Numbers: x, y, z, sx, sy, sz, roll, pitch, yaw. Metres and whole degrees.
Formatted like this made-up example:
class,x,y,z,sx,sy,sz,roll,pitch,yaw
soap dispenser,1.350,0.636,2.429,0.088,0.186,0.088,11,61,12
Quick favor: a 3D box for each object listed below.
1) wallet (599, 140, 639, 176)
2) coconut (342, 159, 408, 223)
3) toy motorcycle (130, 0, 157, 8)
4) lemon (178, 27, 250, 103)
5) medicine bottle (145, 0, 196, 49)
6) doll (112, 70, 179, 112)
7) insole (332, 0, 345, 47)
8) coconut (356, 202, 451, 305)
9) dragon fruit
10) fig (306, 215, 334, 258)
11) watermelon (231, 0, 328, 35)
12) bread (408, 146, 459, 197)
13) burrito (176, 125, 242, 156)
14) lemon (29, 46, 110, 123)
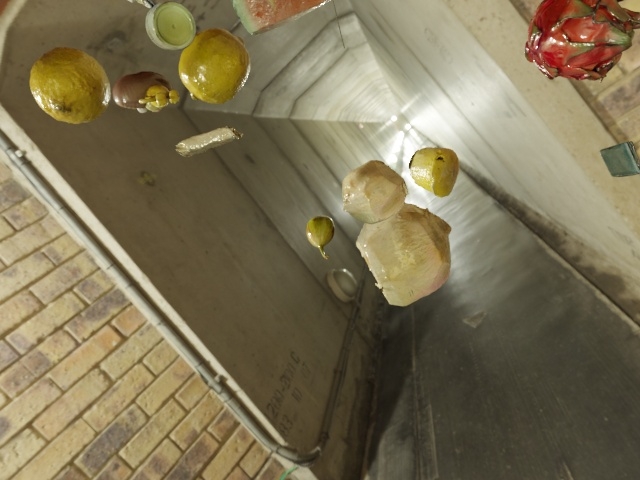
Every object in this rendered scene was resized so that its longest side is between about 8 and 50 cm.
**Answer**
class,x,y,z,sx,sy,sz,roll,pitch,yaw
wallet,0.780,-0.208,1.072,0.026,0.089,0.129,-24,0,9
coconut,0.148,-0.139,1.239,0.194,0.194,0.194,-41,6,5
toy motorcycle,-0.620,-0.816,1.294,0.074,0.151,0.228,-64,-22,-2
lemon,-0.409,-0.679,1.621,0.283,0.261,0.260,-26,8,6
medicine bottle,-0.499,-0.712,1.384,0.147,0.147,0.143,-42,36,-9
doll,-0.432,-0.357,1.024,0.145,0.096,0.188,-20,40,-17
insole,0.083,-1.096,2.051,0.007,0.109,0.322,-15,-32,9
coconut,0.354,0.032,1.677,0.404,0.405,0.404,-41,6,5
dragon fruit,0.574,-0.449,0.905,0.192,0.193,0.274,-9,27,-29
fig,-0.007,-0.013,1.213,0.093,0.093,0.166,-38,16,27
watermelon,-0.133,-0.695,1.094,0.292,0.283,0.250,21,30,34
bread,0.455,-0.273,1.643,0.197,0.197,0.170,-43,40,-20
burrito,-0.427,-0.382,1.594,0.274,0.059,0.082,-12,-14,22
lemon,-0.891,-0.551,1.490,0.253,0.253,0.311,-39,41,21
